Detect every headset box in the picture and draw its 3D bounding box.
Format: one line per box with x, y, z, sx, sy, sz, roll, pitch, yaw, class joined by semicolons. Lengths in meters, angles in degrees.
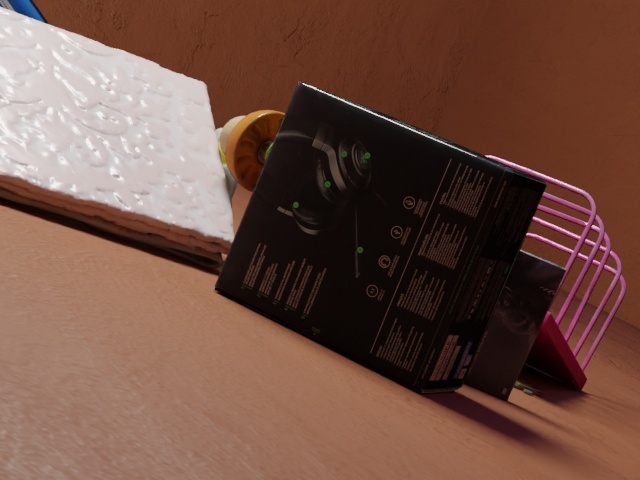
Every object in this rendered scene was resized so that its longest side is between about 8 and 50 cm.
0.054;-0.007;1.620;0.283;0.246;0.131;24;6;23;headset box

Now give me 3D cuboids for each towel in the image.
-0.263;-0.129;1.780;0.332;0.053;0.317;19;38;-31;towel

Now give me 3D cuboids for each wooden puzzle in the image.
0.244;0.175;1.878;0.049;0.006;0.083;21;6;-24;wooden puzzle

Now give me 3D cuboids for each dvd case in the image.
0.141;0.063;1.707;0.221;0.164;0.018;23;9;1;dvd case

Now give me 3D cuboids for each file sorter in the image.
0.275;0.040;2.013;0.202;0.182;0.290;25;-11;26;file sorter

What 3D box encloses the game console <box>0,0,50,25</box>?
-0.592;-0.397;2.537;0.173;0.250;0.293;-98;162;-47;game console

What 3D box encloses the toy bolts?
-0.014;-0.063;1.876;0.218;0.228;0.158;-18;29;-31;toy bolts

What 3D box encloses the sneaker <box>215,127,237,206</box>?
-0.287;-0.135;1.990;0.385;0.147;0.145;21;7;-8;sneaker
